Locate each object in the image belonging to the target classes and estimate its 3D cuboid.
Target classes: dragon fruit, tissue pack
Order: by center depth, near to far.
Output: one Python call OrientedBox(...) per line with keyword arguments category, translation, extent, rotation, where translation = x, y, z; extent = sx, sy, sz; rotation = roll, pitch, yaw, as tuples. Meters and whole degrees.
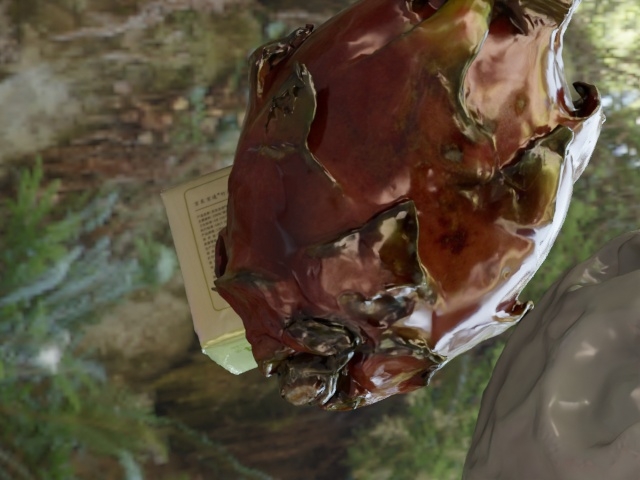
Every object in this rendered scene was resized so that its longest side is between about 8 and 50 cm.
OrientedBox(category="dragon fruit", translation=(0.053, -0.047, 0.912), extent=(0.250, 0.250, 0.315), rotation=(26, -67, 49))
OrientedBox(category="tissue pack", translation=(0.000, 0.000, 1.182), extent=(0.234, 0.125, 0.159), rotation=(-21, -111, 8))

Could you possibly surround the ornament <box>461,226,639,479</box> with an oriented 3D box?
OrientedBox(category="ornament", translation=(0.221, 0.126, 0.609), extent=(0.337, 0.337, 0.337), rotation=(12, -75, 53))
